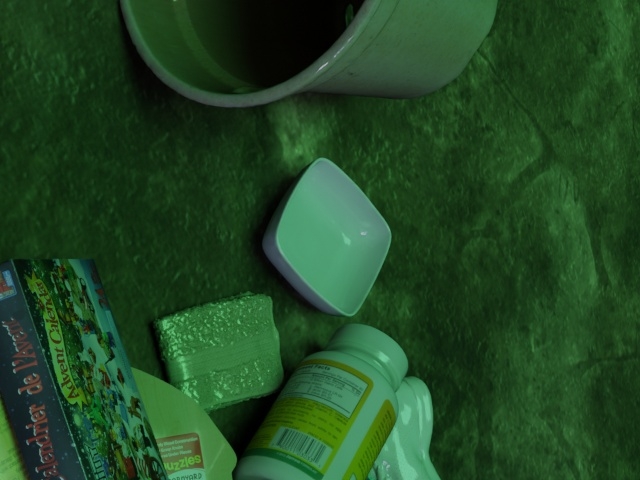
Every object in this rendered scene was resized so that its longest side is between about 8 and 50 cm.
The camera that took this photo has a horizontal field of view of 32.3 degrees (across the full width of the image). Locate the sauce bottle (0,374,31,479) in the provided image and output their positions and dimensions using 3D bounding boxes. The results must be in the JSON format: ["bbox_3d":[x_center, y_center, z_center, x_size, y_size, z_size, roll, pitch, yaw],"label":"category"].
[{"bbox_3d":[-0.246,0.221,0.848,0.111,0.111,0.344,-28,98,-45],"label":"sauce bottle"}]

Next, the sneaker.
[{"bbox_3d":[0.079,0.256,1.195,0.094,0.080,0.212,0,72,-32],"label":"sneaker"}]

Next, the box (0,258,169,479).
[{"bbox_3d":[-0.192,0.130,0.883,0.159,0.044,0.233,5,65,-80],"label":"box"}]

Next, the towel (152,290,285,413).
[{"bbox_3d":[-0.095,0.110,1.086,0.148,0.027,0.110,-10,86,-45],"label":"towel"}]

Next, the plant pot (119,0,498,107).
[{"bbox_3d":[0.017,-0.275,1.127,0.305,0.334,0.333,7,74,-55],"label":"plant pot"}]

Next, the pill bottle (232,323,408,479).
[{"bbox_3d":[0.007,0.185,1.101,0.117,0.118,0.208,51,49,-22],"label":"pill bottle"}]

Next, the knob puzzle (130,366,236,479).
[{"bbox_3d":[-0.164,0.210,0.984,0.213,0.030,0.213,10,70,-31],"label":"knob puzzle"}]

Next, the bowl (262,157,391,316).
[{"bbox_3d":[0.000,0.000,1.190,0.142,0.053,0.142,47,51,-26],"label":"bowl"}]
